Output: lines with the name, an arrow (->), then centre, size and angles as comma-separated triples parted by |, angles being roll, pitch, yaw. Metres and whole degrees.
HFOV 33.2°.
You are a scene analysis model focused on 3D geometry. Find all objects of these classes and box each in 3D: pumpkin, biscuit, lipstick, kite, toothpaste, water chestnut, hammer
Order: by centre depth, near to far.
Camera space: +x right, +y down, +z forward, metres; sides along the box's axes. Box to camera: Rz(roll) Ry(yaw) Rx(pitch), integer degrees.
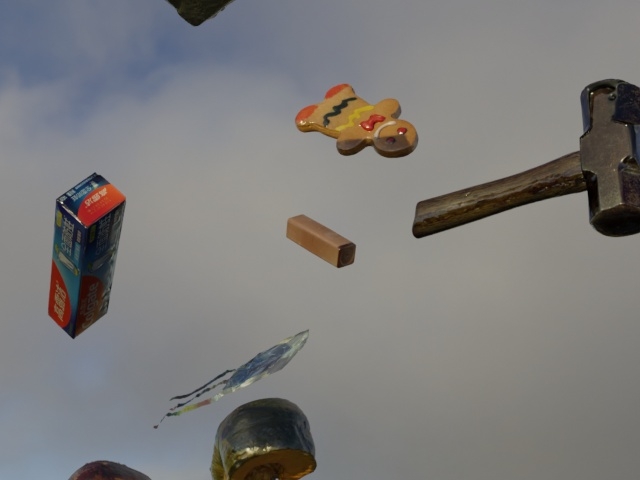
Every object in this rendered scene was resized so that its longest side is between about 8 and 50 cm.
toothpaste -> -0.342, 0.029, 1.554 | 0.066, 0.076, 0.320 | 40, -34, 13
hammer -> 0.328, -0.085, 1.714 | 0.409, 0.242, 0.095 | -18, -35, 33
kite -> -0.148, 0.236, 1.851 | 0.310, 0.169, 0.015 | -26, -79, 26
lipstick -> 0.000, 0.000, 1.958 | 0.045, 0.045, 0.145 | -19, 35, -38
biscuit -> 0.080, -0.225, 2.034 | 0.250, 0.165, 0.036 | 31, -29, 35
pumpkin -> -0.113, 0.442, 2.159 | 0.190, 0.139, 0.280 | -9, -42, -19
water chestnut -> -0.431, 0.555, 2.188 | 0.224, 0.223, 0.238 | 13, 7, -20

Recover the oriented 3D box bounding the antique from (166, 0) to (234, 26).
antique -> -0.223, -0.439, 1.489 | 0.284, 0.125, 0.150 | 30, -45, -35
